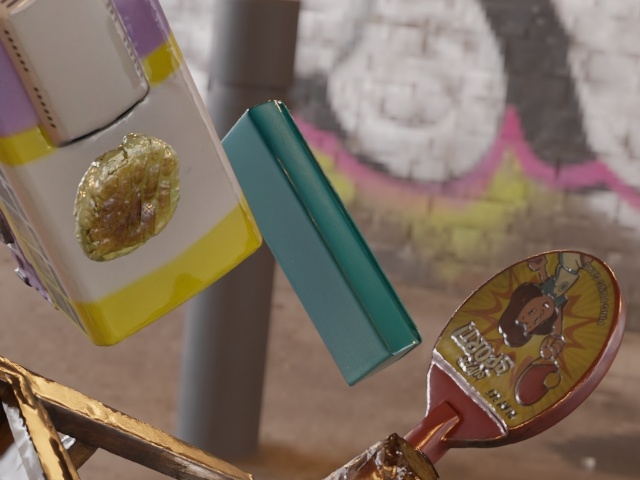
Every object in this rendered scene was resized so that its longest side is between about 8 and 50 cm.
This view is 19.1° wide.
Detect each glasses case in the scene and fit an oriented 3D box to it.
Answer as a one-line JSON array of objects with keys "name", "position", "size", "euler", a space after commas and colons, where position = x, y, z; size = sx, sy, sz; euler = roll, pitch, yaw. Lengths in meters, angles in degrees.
[{"name": "glasses case", "position": [0.001, -0.001, 2.020], "size": [0.070, 0.301, 0.117], "euler": [-24, -9, -29]}]

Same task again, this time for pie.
[{"name": "pie", "position": [-0.114, -0.024, 1.132], "size": [0.020, 0.084, 0.084], "euler": [26, 20, 32]}]

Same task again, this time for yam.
[{"name": "yam", "position": [0.035, 0.238, 1.728], "size": [0.141, 0.079, 0.079], "euler": [-35, 0, 16]}]

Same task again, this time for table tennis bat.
[{"name": "table tennis bat", "position": [0.168, 0.134, 1.840], "size": [0.038, 0.310, 0.200], "euler": [47, -1, -37]}]

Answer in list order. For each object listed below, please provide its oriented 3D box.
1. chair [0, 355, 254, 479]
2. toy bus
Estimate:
[{"name": "chair", "position": [-0.199, 0.208, 1.108], "size": [0.416, 0.203, 0.240], "euler": [31, 18, -40]}, {"name": "toy bus", "position": [-0.240, -0.142, 1.724], "size": [0.209, 0.440, 0.249], "euler": [-33, 36, -15]}]
